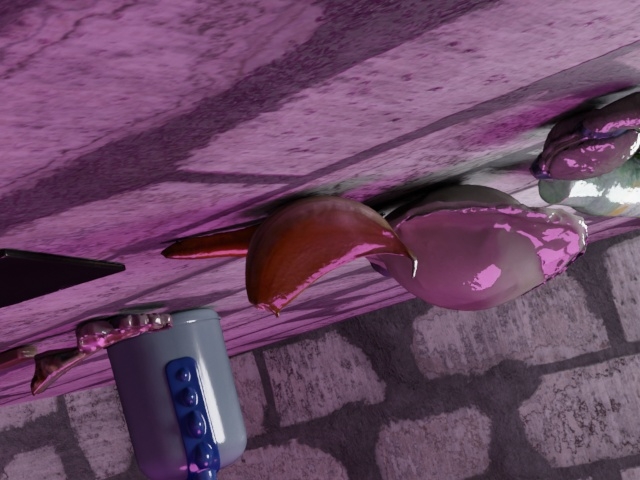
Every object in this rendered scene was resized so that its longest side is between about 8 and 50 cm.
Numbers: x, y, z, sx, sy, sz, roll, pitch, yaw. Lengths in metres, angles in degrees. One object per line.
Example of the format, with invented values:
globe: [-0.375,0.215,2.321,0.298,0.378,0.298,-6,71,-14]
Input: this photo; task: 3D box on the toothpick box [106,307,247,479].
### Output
toothpick box: [-0.277,0.330,2.302,0.262,0.355,0.263,-15,173,-2]

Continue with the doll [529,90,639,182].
doll: [0.311,-0.111,1.328,0.103,0.072,0.214,-13,169,-26]

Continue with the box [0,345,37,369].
box: [-0.580,0.220,2.155,0.115,0.025,0.048,-21,165,38]

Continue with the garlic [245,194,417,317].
garlic: [-0.003,-0.003,1.375,0.206,0.128,0.115,-20,128,10]

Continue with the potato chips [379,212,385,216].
potato chips: [0.019,-0.017,1.624,0.142,0.026,0.209,-14,172,8]

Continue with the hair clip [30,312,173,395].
hair clip: [-0.407,0.186,2.076,0.300,0.069,0.173,-27,171,12]

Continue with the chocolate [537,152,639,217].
chocolate: [0.418,-0.081,1.690,0.110,0.110,0.291,-22,168,41]

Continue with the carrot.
carrot: [-0.077,-0.003,1.465,0.256,0.061,0.061,-3,169,-19]

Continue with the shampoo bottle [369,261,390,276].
shampoo bottle: [0.121,0.025,1.972,0.072,0.072,0.214,-15,173,-1]

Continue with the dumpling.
dumpling: [0.171,0.002,1.587,0.260,0.181,0.341,15,-176,-36]

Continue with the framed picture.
framed picture: [-0.403,0.058,1.374,0.244,0.013,0.324,-17,172,11]
